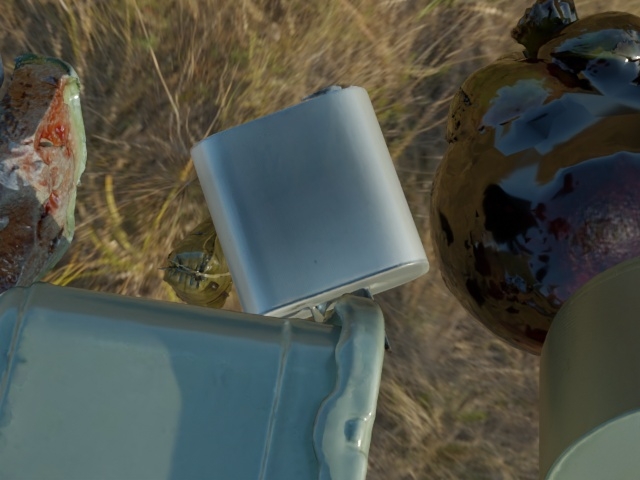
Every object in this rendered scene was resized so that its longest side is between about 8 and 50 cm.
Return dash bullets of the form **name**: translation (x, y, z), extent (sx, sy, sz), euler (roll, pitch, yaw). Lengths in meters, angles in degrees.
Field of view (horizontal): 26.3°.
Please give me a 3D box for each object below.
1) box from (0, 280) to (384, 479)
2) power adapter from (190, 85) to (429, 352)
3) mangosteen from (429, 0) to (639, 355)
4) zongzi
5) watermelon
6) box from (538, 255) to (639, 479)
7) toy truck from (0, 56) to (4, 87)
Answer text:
- **box**: translation (-0.088, 0.121, 0.720), extent (0.183, 0.312, 0.175), euler (12, 75, -7)
- **power adapter**: translation (0.000, 0.000, 1.344), extent (0.187, 0.124, 0.255), euler (-20, 80, 3)
- **mangosteen**: translation (0.312, -0.057, 1.591), extent (0.381, 0.381, 0.421), euler (2, 60, -6)
- **zongzi**: translation (-0.140, -0.010, 1.744), extent (0.081, 0.189, 0.178), euler (19, 79, 8)
- **watermelon**: translation (-0.189, -0.024, 0.855), extent (0.071, 0.139, 0.187), euler (16, 94, -3)
- **box**: translation (0.268, 0.133, 0.962), extent (0.226, 0.149, 0.226), euler (5, 132, 5)
- **toy truck**: translation (-0.370, -0.093, 0.813), extent (0.367, 0.175, 0.146), euler (-27, 112, -35)
